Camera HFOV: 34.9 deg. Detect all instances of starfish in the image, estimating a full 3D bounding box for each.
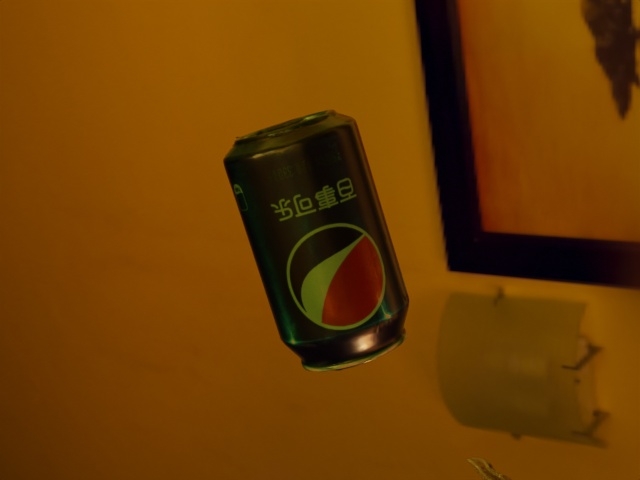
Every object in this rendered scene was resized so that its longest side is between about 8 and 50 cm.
[{"bbox_3d":[0.129,0.169,0.652,0.092,0.086,0.016,38,-81,-19],"label":"starfish"}]

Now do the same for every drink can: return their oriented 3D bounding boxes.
[{"bbox_3d":[0.000,0.000,0.849,0.118,0.118,0.204,-29,-74,-46],"label":"drink can"}]
